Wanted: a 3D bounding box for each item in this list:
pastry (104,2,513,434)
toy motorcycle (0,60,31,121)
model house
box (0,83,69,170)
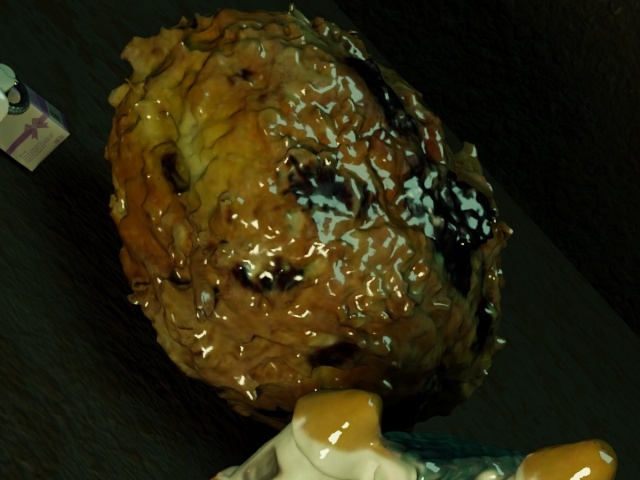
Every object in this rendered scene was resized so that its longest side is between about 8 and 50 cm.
[{"bbox_3d":[-0.006,0.002,1.604,0.405,0.292,0.337,52,24,-31],"label":"pastry"},{"bbox_3d":[-0.319,-0.162,1.457,0.221,0.102,0.150,44,27,-3],"label":"toy motorcycle"},{"bbox_3d":[0.055,0.210,1.211,0.190,0.301,0.271,10,45,-43],"label":"model house"},{"bbox_3d":[-0.263,-0.110,1.578,0.117,0.050,0.036,37,14,-35],"label":"box"}]
